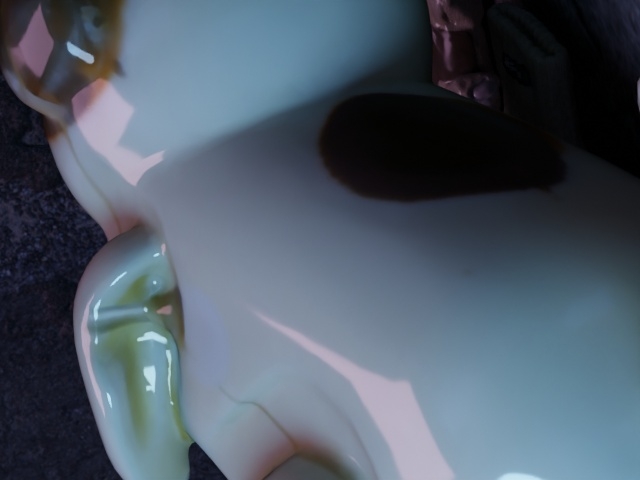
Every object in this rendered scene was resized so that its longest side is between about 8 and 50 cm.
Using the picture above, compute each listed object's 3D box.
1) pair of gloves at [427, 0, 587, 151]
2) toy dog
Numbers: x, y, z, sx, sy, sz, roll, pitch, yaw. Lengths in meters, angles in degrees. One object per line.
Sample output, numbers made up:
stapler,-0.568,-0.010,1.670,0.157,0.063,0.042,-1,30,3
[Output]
pair of gloves,0.108,-0.065,0.882,0.240,0.042,0.204,-127,22,-59
toy dog,0.000,0.000,0.704,0.408,0.284,0.395,56,156,24
